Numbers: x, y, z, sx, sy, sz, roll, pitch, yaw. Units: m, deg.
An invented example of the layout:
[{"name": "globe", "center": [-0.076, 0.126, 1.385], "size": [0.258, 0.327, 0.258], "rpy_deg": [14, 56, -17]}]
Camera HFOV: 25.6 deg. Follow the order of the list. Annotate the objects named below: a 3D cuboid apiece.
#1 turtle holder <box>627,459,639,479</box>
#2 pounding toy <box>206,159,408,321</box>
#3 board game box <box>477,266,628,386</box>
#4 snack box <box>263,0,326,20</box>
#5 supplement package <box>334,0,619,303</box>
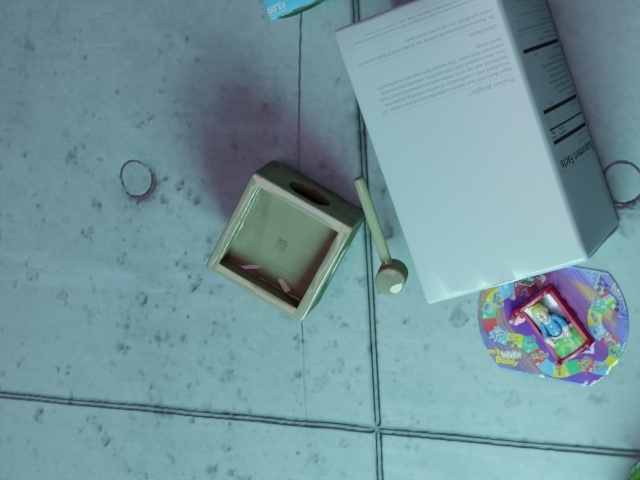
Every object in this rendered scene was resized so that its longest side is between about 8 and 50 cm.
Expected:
[{"name": "turtle holder", "center": [0.400, 0.329, 1.410], "size": [0.243, 0.227, 0.320], "rpy_deg": [42, 116, 11]}, {"name": "pounding toy", "center": [0.009, -0.005, 1.588], "size": [0.206, 0.094, 0.181], "rpy_deg": [30, 108, 5]}, {"name": "board game box", "center": [0.247, 0.092, 1.531], "size": [0.168, 0.033, 0.133], "rpy_deg": [11, 106, 22]}, {"name": "snack box", "center": [0.058, -0.377, 1.488], "size": [0.322, 0.060, 0.187], "rpy_deg": [-19, 94, 27]}, {"name": "supplement package", "center": [0.165, -0.110, 1.439], "size": [0.177, 0.175, 0.293], "rpy_deg": [-16, 95, 25]}]
